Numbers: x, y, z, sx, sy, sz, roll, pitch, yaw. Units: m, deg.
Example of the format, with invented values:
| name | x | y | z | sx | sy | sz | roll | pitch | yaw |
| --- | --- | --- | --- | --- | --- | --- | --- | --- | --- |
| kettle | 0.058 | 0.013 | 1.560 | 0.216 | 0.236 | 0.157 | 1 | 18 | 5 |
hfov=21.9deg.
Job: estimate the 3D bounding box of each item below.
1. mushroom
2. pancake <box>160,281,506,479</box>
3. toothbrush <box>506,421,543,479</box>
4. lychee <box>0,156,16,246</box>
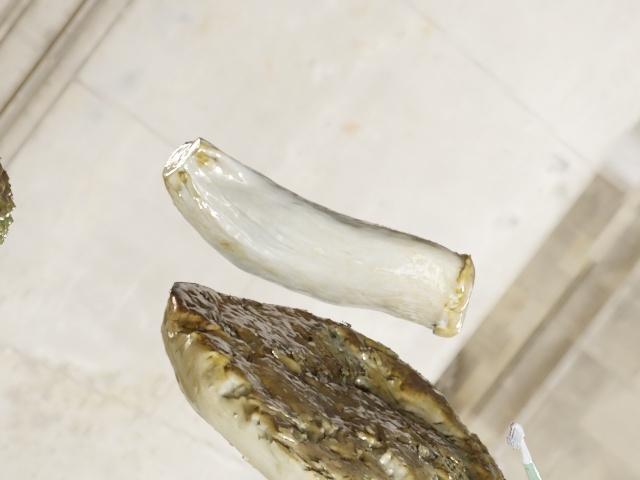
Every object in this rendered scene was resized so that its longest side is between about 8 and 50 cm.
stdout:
| name | x | y | z | sx | sy | sz | roll | pitch | yaw |
| --- | --- | --- | --- | --- | --- | --- | --- | --- | --- |
| mushroom | 0.000 | 0.000 | 1.687 | 0.351 | 0.123 | 0.095 | 23 | -135 | -10 |
| pancake | 0.028 | 0.147 | 1.214 | 0.356 | 0.065 | 0.356 | 36 | -170 | -8 |
| toothbrush | 0.259 | 0.278 | 2.051 | 0.018 | 0.024 | 0.257 | 10 | 158 | 20 |
| lychee | -0.340 | -0.033 | 1.427 | 0.171 | 0.171 | 0.171 | 37 | -176 | -3 |
